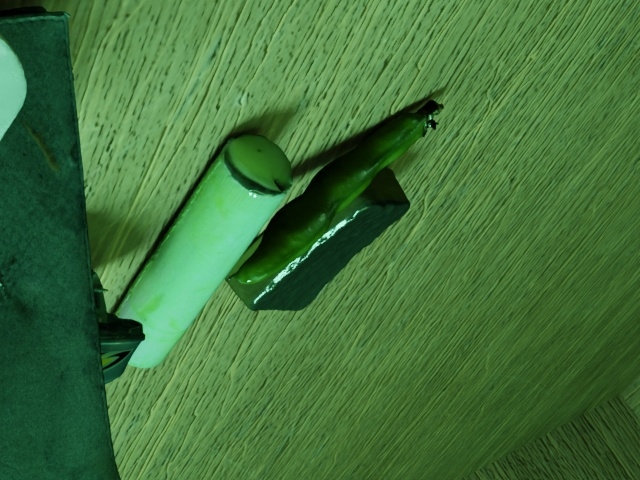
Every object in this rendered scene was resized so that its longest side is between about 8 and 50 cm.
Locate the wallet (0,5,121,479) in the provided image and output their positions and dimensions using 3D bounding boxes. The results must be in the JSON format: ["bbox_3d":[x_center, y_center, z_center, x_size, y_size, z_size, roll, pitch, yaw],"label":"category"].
[{"bbox_3d":[-0.231,0.037,1.205,0.046,0.379,0.190,3,-167,44],"label":"wallet"}]

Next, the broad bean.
[{"bbox_3d":[0.013,-0.049,1.771,0.297,0.060,0.043,-44,125,-25],"label":"broad bean"}]

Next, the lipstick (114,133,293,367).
[{"bbox_3d":[-0.119,0.015,1.706,0.076,0.076,0.304,-18,154,-41],"label":"lipstick"}]

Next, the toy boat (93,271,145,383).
[{"bbox_3d":[-0.253,0.081,1.546,0.296,0.114,0.122,0,98,-58],"label":"toy boat"}]

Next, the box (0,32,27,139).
[{"bbox_3d":[-0.293,-0.005,0.966,0.262,0.206,0.291,-3,156,18],"label":"box"}]

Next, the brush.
[{"bbox_3d":[0.000,0.000,1.895,0.197,0.059,0.123,-42,162,22],"label":"brush"}]
